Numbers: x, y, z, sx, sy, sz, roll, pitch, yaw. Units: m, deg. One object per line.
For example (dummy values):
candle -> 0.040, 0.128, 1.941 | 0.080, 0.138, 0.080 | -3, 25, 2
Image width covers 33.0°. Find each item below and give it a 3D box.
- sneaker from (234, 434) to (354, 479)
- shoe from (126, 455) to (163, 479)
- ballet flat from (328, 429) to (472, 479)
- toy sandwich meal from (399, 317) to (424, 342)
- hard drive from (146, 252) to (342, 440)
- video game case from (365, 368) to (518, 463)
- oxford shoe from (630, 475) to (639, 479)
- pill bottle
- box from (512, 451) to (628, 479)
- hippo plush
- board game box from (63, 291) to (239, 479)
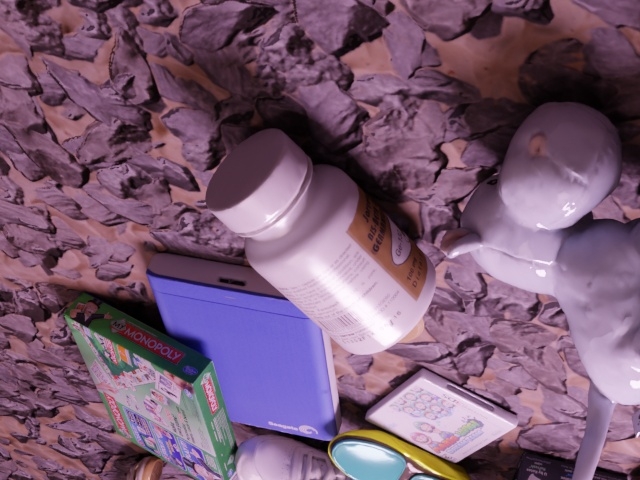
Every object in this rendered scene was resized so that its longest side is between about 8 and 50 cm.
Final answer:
sneaker -> 0.027, 0.333, 1.527 | 0.305, 0.114, 0.152 | 24, 138, -22
shoe -> -0.299, 0.413, 1.790 | 0.058, 0.077, 0.219 | 14, 146, -1
ballet flat -> 0.111, 0.303, 1.462 | 0.230, 0.077, 0.077 | 26, 115, -13
toy sandwich meal -> 0.080, 0.086, 1.237 | 0.085, 0.029, 0.086 | 10, 139, 9
hard drive -> -0.088, 0.143, 1.373 | 0.210, 0.040, 0.319 | 9, 143, 13
video game case -> 0.153, 0.230, 1.395 | 0.143, 0.019, 0.157 | 27, 143, -11
oxford shoe -> 0.474, 0.413, 1.384 | 0.271, 0.096, 0.098 | 64, 172, -16
pill bottle -> 0.000, 0.000, 1.071 | 0.131, 0.131, 0.229 | -18, 130, 40
box -> 0.294, 0.438, 1.387 | 0.143, 0.270, 0.165 | 12, 143, 9
hippo plush -> 0.253, 0.001, 0.946 | 0.236, 0.234, 0.294 | 41, 133, 22
board game box -> -0.220, 0.219, 1.480 | 0.213, 0.046, 0.317 | 25, 148, 23
